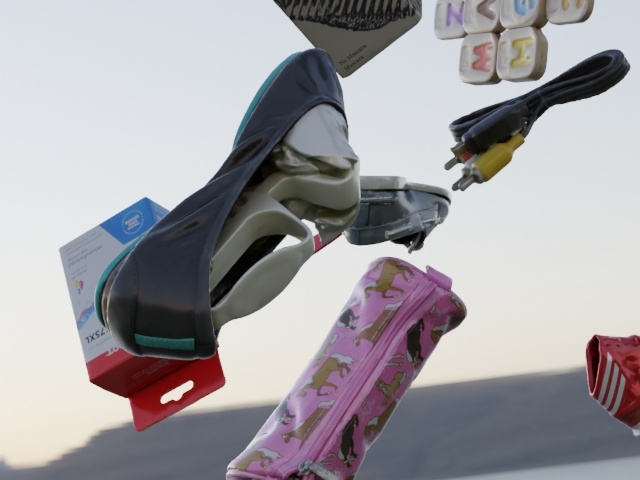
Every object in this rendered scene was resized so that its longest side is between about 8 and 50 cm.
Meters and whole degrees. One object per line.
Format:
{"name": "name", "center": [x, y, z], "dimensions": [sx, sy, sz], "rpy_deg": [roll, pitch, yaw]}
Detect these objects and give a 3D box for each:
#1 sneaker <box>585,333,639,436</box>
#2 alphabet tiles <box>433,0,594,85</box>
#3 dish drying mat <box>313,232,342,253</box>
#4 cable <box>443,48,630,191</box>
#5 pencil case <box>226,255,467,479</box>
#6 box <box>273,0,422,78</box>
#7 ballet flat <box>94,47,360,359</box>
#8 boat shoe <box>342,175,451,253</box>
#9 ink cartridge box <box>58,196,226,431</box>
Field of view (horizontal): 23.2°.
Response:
{"name": "sneaker", "center": [0.424, 0.129, 1.994], "dimensions": [0.128, 0.221, 0.087], "rpy_deg": [36, -15, -7]}
{"name": "alphabet tiles", "center": [0.209, -0.315, 1.722], "dimensions": [0.021, 0.284, 0.278], "rpy_deg": [5, 0, -32]}
{"name": "dish drying mat", "center": [0.000, 0.000, 2.120], "dimensions": [0.083, 0.032, 0.008], "rpy_deg": [-33, -51, 26]}
{"name": "cable", "center": [0.287, -0.168, 2.122], "dimensions": [0.287, 0.072, 0.139], "rpy_deg": [-30, 24, 2]}
{"name": "pencil case", "center": [0.038, 0.198, 2.048], "dimensions": [0.167, 0.386, 0.160], "rpy_deg": [13, -32, 42]}
{"name": "box", "center": [-0.023, -0.304, 1.561], "dimensions": [0.113, 0.275, 0.094], "rpy_deg": [-37, 21, 20]}
{"name": "ballet flat", "center": [-0.033, -0.019, 1.015], "dimensions": [0.096, 0.280, 0.095], "rpy_deg": [16, -39, 26]}
{"name": "boat shoe", "center": [0.101, -0.031, 2.149], "dimensions": [0.116, 0.099, 0.319], "rpy_deg": [-1, -4, 20]}
{"name": "ink cartridge box", "center": [-0.203, 0.084, 1.773], "dimensions": [0.134, 0.231, 0.078], "rpy_deg": [-30, -32, 17]}
